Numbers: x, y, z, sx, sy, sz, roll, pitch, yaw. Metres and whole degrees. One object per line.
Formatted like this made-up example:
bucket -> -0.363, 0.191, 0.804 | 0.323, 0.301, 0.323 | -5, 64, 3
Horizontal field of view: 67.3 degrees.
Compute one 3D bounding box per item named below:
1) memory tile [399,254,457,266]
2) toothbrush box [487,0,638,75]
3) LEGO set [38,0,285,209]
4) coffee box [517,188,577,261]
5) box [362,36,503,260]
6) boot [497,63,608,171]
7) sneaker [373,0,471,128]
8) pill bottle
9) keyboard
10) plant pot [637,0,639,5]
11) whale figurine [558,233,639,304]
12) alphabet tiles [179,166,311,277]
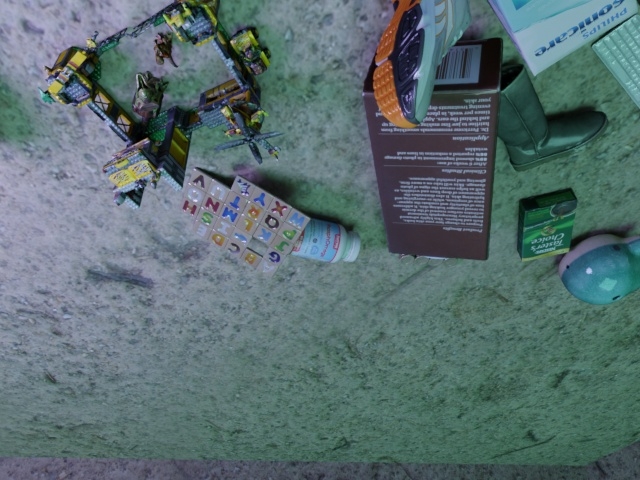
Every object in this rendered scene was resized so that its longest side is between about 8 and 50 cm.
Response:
memory tile -> 0.268, 0.022, 1.135 | 0.147, 0.012, 0.113 | 4, 139, -9
toothbrush box -> 0.196, -0.357, 0.499 | 0.126, 0.216, 0.295 | -30, 144, 27
LEGO set -> -0.233, -0.190, 0.698 | 0.331, 0.192, 0.255 | -14, 139, 10
coffee box -> 0.505, -0.029, 1.078 | 0.113, 0.040, 0.184 | -13, 139, 8
box -> 0.200, -0.133, 0.818 | 0.191, 0.143, 0.381 | 4, 141, 18
boot -> 0.373, -0.225, 0.826 | 0.189, 0.076, 0.208 | -29, 127, 22
sneaker -> 0.146, -0.268, 0.621 | 0.121, 0.263, 0.099 | 10, 173, -29
pill bottle -> 0.000, 0.000, 1.024 | 0.160, 0.087, 0.087 | 11, 137, -19
keyboard -> 0.553, -0.279, 0.814 | 0.256, 0.014, 0.072 | 27, 130, -31
plant pot -> 0.357, -0.423, 0.477 | 0.274, 0.257, 0.256 | 31, 129, -15
whale figurine -> 0.721, 0.081, 1.152 | 0.271, 0.141, 0.216 | 3, 138, -10
alphabet tiles -> -0.161, -0.041, 0.952 | 0.237, 0.009, 0.198 | 30, 132, -6
